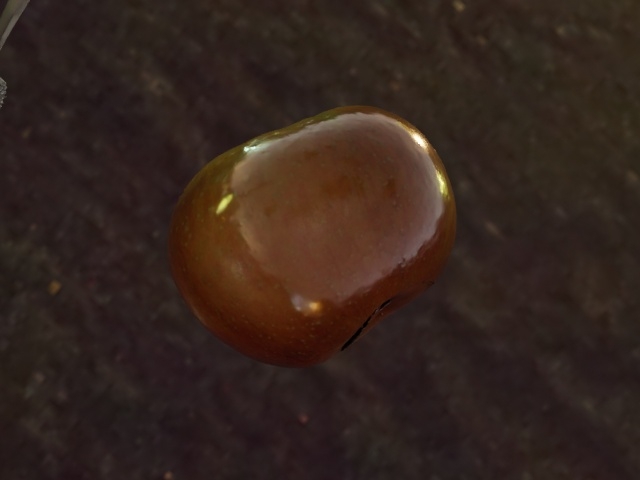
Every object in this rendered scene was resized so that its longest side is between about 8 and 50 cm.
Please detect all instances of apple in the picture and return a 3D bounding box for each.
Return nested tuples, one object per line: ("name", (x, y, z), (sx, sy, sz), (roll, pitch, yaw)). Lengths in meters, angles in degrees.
("apple", (0.000, 0.000, 1.361), (0.235, 0.210, 0.173), (-28, 78, -10))

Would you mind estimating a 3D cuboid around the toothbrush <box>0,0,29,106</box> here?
("toothbrush", (-0.178, -0.190, 1.126), (0.024, 0.288, 0.021), (40, 30, 20))
